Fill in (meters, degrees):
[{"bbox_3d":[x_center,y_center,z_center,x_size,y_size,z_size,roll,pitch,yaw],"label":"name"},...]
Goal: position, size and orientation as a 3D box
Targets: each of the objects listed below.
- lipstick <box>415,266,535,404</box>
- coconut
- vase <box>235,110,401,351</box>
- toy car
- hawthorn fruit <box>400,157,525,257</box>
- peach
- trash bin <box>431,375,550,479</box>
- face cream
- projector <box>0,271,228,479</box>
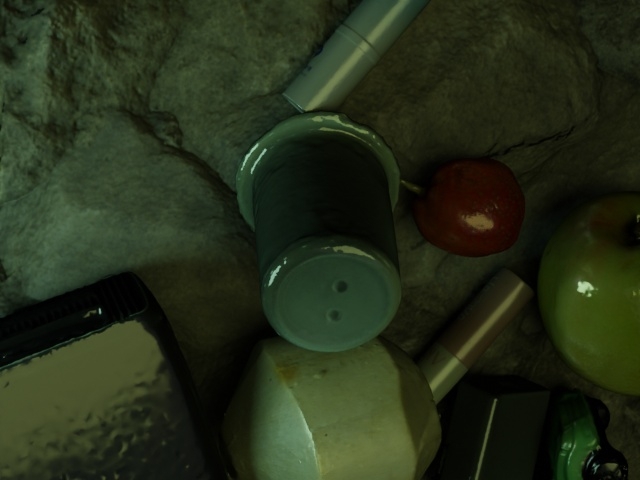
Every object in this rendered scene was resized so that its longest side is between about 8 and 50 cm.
[{"bbox_3d":[0.231,0.157,1.852,0.070,0.070,0.254,42,89,-25],"label":"lipstick"},{"bbox_3d":[0.005,0.275,1.690,0.323,0.323,0.322,-6,107,-18],"label":"coconut"},{"bbox_3d":[0.000,0.000,1.569,0.245,0.291,0.245,-1,125,-1],"label":"vase"},{"bbox_3d":[0.436,0.435,1.939,0.177,0.213,0.358,-16,111,8],"label":"toy car"},{"bbox_3d":[0.167,-0.073,1.725,0.286,0.165,0.165,22,98,-15],"label":"hawthorn fruit"},{"bbox_3d":[0.492,0.088,1.812,0.314,0.281,0.315,-11,118,-23],"label":"peach"},{"bbox_3d":[0.275,0.343,1.885,0.177,0.101,0.236,3,103,-41],"label":"trash bin"},{"bbox_3d":[0.054,-0.278,1.655,0.077,0.077,0.250,41,90,-25],"label":"face cream"},{"bbox_3d":[-0.350,0.295,1.595,0.395,0.242,0.405,-22,110,-10],"label":"projector"}]
